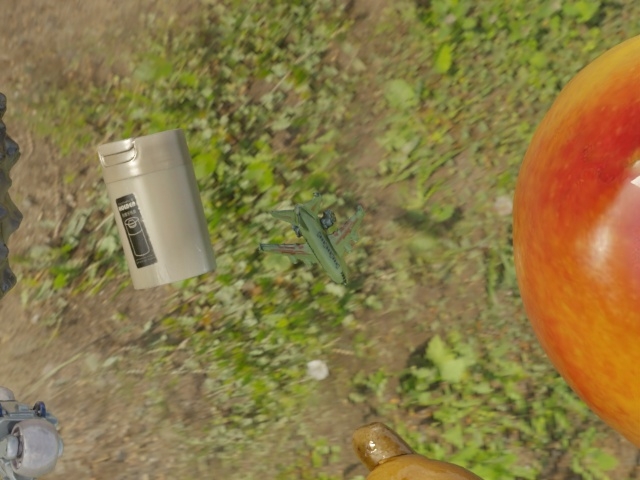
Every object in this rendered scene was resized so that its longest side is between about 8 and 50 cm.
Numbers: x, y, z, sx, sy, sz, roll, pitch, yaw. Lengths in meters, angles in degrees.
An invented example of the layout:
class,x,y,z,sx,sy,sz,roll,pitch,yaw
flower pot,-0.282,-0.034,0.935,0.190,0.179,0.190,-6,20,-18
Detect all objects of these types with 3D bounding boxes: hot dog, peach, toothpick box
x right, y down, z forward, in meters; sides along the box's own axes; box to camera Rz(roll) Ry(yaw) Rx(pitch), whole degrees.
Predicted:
class,x,y,z,sx,sy,sz,roll,pitch,yaw
hot dog,0.075,0.181,0.848,0.140,0.090,0.060,25,45,15
peach,0.244,0.010,0.694,0.308,0.289,0.289,-9,82,-26
toothpick box,-0.199,-0.041,1.549,0.111,0.111,0.181,-16,95,-21

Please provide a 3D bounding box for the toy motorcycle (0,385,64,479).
class,x,y,z,sx,sy,sz,roll,pitch,yaw
toy motorcycle,-0.401,0.258,1.640,0.112,0.254,0.112,-4,99,-29

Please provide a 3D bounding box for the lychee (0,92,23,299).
class,x,y,z,sx,sy,sz,roll,pitch,yaw
lychee,-0.281,-0.010,0.550,0.300,0.300,0.300,4,78,-18

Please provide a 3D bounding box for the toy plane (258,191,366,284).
class,x,y,z,sx,sy,sz,roll,pitch,yaw
toy plane,0.000,0.000,1.144,0.111,0.102,0.040,54,26,-44
